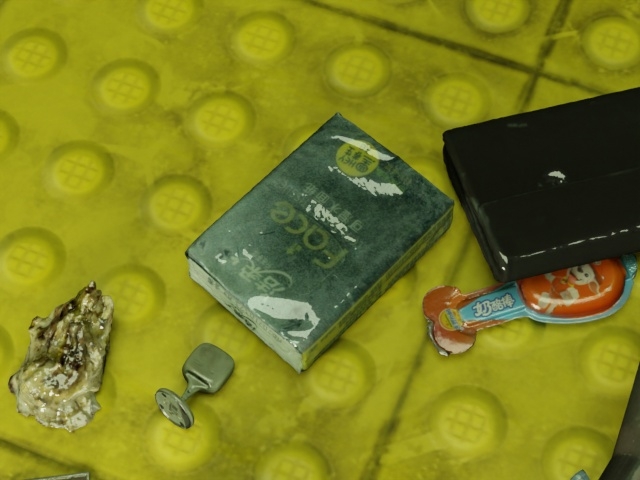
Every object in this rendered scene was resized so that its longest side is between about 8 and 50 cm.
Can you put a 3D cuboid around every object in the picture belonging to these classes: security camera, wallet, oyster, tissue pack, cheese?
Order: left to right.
[{"bbox_3d":[-0.285,0.124,1.640,0.108,0.053,0.166,8,69,18],"label":"oyster"},{"bbox_3d":[-0.133,0.155,1.625,0.058,0.058,0.092,34,56,18],"label":"security camera"},{"bbox_3d":[0.000,0.000,1.678,0.185,0.081,0.257,39,68,20],"label":"tissue pack"},{"bbox_3d":[0.236,0.060,1.663,0.256,0.037,0.106,-17,61,-8],"label":"cheese"},{"bbox_3d":[0.360,-0.085,1.702,0.406,0.062,0.228,-14,49,-6],"label":"wallet"}]

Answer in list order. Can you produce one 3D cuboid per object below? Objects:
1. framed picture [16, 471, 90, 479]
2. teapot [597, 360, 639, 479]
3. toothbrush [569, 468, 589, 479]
[{"bbox_3d":[-0.287,0.281,1.580,0.089,0.007,0.066,-8,62,-3],"label":"framed picture"},{"bbox_3d":[0.410,0.220,1.471,0.300,0.253,0.344,34,75,7],"label":"teapot"},{"bbox_3d":[0.197,0.310,1.542,0.219,0.019,0.016,-37,52,-17],"label":"toothbrush"}]
